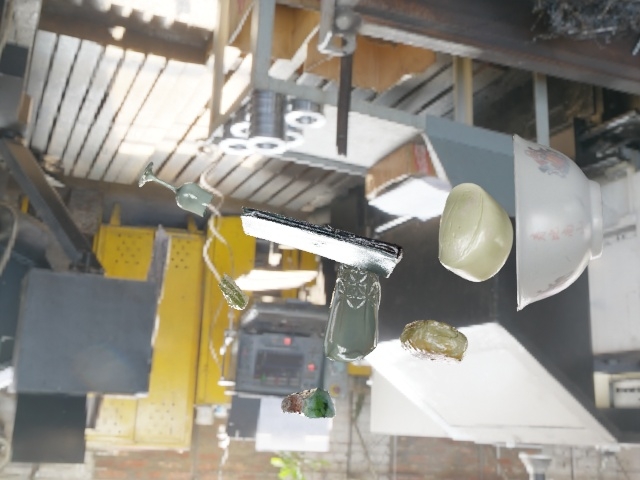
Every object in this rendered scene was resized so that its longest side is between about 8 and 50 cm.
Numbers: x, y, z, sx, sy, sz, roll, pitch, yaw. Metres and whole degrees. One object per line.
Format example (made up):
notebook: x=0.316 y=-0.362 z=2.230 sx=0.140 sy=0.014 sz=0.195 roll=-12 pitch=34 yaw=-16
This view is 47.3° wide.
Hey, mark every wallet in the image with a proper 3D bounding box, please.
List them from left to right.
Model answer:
wallet: x=0.000 y=0.000 z=1.707 sx=0.378 sy=0.046 sz=0.191 roll=17 pitch=166 yaw=2

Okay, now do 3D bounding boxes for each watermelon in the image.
watermelon: x=-0.035 y=0.391 z=1.765 sx=0.139 sy=0.071 sz=0.187 roll=-3 pitch=170 yaw=17

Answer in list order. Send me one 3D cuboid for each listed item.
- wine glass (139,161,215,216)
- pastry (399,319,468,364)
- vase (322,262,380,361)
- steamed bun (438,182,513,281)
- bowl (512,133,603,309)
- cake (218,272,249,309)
wine glass: x=-0.387 y=-0.136 z=1.980 sx=0.195 sy=0.079 sz=0.079 roll=28 pitch=163 yaw=-2
pastry: x=0.321 y=0.291 z=2.052 sx=0.182 sy=0.093 sz=0.192 roll=18 pitch=160 yaw=-10
vase: x=0.104 y=0.165 z=2.058 sx=0.156 sy=0.301 sz=0.251 roll=17 pitch=-157 yaw=30
steamed bun: x=0.426 y=-0.023 z=1.995 sx=0.154 sy=0.250 sz=0.200 roll=-6 pitch=154 yaw=36
bowl: x=0.449 y=-0.038 z=1.392 sx=0.157 sy=0.346 sz=0.345 roll=-2 pitch=164 yaw=17
cake: x=-0.251 y=0.136 z=2.006 sx=0.055 sy=0.051 sz=0.140 roll=9 pitch=151 yaw=32
